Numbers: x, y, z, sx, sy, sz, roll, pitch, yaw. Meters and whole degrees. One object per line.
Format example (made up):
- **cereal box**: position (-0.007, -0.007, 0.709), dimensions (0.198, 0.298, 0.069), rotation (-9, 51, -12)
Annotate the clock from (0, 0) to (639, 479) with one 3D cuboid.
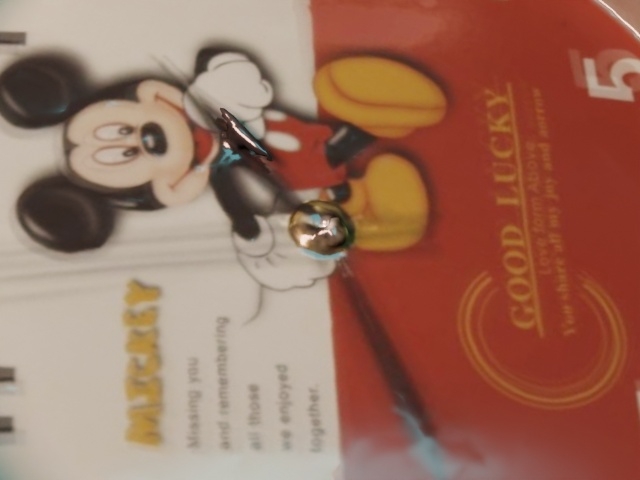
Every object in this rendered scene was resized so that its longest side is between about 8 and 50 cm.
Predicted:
- **clock**: position (0.000, 0.000, 0.548), dimensions (0.318, 0.080, 0.318), rotation (5, 59, -8)
